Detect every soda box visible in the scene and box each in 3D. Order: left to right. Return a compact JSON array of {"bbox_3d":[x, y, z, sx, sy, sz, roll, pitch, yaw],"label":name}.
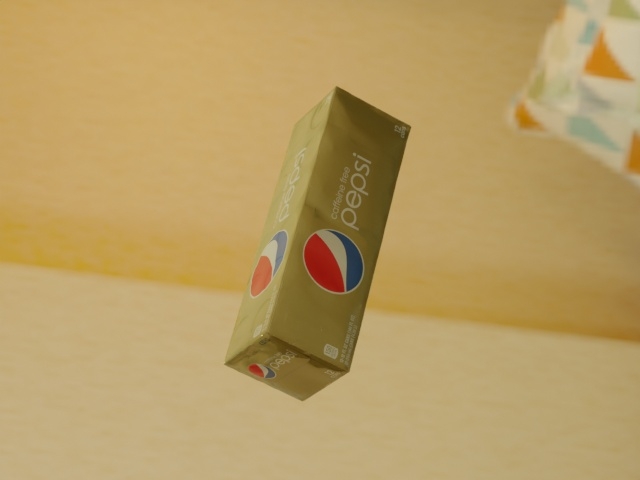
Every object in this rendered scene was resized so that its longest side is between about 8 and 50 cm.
[{"bbox_3d":[0.000,0.000,1.002,0.061,0.058,0.181,-38,32,53],"label":"soda box"}]
